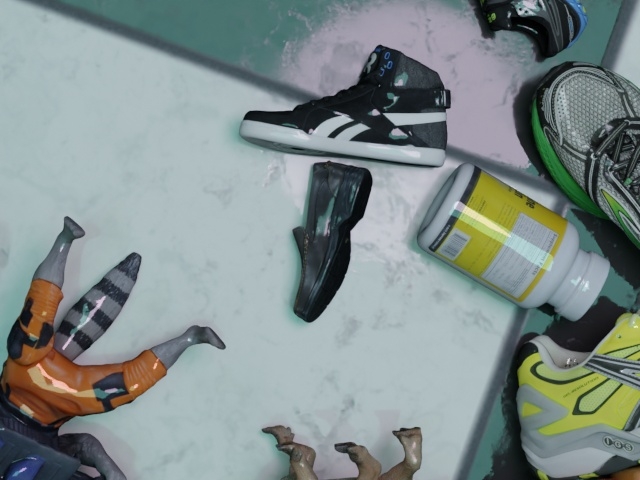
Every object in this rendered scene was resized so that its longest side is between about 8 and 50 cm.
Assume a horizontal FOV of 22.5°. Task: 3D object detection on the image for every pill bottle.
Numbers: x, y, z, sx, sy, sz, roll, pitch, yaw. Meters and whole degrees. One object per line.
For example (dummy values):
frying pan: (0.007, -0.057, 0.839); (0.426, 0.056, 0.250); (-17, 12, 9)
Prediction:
pill bottle: (0.199, 0.006, 1.649); (0.184, 0.103, 0.103); (30, 88, -4)

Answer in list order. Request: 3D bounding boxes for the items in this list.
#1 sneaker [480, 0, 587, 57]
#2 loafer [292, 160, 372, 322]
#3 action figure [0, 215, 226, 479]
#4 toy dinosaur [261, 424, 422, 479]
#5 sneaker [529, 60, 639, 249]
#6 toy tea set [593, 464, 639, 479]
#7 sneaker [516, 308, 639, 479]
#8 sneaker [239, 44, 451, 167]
sneaker: (0.189, -0.260, 1.666); (0.188, 0.067, 0.078); (37, 82, -6)
loafer: (0.000, 0.000, 1.664); (0.061, 0.062, 0.170); (18, 85, 18)
action figure: (-0.247, 0.184, 1.620); (0.341, 0.178, 0.330); (39, 95, -28)
toy dinosaur: (0.017, 0.292, 1.599); (0.296, 0.127, 0.200); (-3, 93, 21)
sneaker: (0.352, -0.050, 1.640); (0.134, 0.146, 0.343); (-43, 92, -3)
toy tea set: (0.349, 0.288, 1.618); (0.336, 0.200, 0.124); (-10, 84, -9)
sneaker: (0.356, 0.132, 1.571); (0.385, 0.145, 0.147); (-17, 91, 28)
sneaker: (0.027, -0.145, 1.655); (0.217, 0.079, 0.121); (7, 86, -12)
